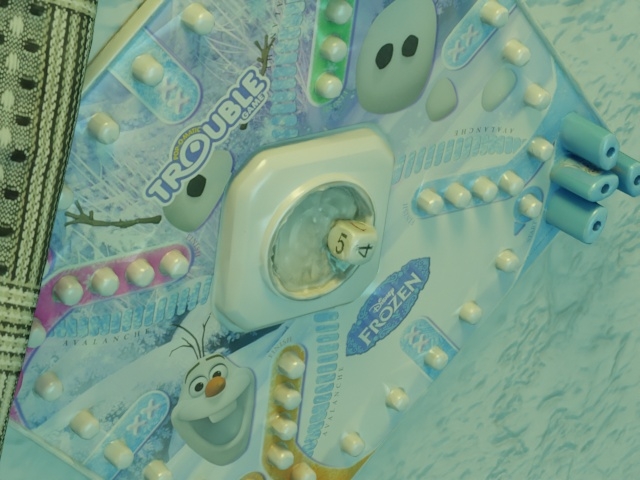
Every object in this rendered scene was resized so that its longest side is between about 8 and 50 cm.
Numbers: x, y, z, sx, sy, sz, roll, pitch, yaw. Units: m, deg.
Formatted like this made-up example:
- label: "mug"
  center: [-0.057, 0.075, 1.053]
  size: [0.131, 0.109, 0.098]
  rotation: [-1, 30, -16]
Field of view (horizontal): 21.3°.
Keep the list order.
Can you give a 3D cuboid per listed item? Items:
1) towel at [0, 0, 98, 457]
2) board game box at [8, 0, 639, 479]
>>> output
- label: "towel"
  center: [-0.228, -0.070, 0.676]
  size: [0.324, 0.056, 0.312]
  rotation: [16, 83, -43]
- label: "board game box"
  center: [0.000, 0.000, 1.004]
  size: [0.390, 0.050, 0.390]
  rotation: [-49, 137, -4]
